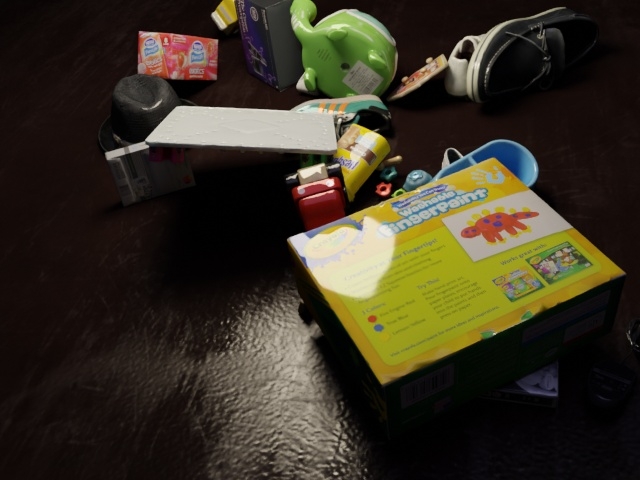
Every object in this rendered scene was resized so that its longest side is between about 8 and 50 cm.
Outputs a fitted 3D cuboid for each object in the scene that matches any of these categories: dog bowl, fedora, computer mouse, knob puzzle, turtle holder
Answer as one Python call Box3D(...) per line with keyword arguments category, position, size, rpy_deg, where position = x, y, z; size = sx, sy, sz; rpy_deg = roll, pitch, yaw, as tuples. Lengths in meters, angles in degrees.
Box3D(category="dog bowl", position=(0.352, -0.118, 1.572), size=(0.297, 0.074, 0.166), rpy_deg=(-30, 70, -22))
Box3D(category="fedora", position=(-0.480, -0.363, 1.997), size=(0.333, 0.153, 0.334), rpy_deg=(-5, 40, 4))
Box3D(category="computer mouse", position=(0.518, 0.214, 1.238), size=(0.071, 0.041, 0.242), rpy_deg=(22, 42, 33))
Box3D(category="knob puzzle", position=(0.258, -0.448, 1.986), size=(0.213, 0.030, 0.213), rpy_deg=(-35, 16, 11))
Box3D(category="turtle holder", position=(0.060, -0.525, 2.009), size=(0.320, 0.243, 0.227), rpy_deg=(14, 44, 11))

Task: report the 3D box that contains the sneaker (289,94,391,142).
Box3D(category="sneaker", position=(0.039, -0.300, 1.864), size=(0.302, 0.108, 0.121), rpy_deg=(-16, 36, -10))

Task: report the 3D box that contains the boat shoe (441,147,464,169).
Box3D(category="boat shoe", position=(0.328, -0.150, 1.669), size=(0.066, 0.063, 0.184), rpy_deg=(-9, 40, 0))

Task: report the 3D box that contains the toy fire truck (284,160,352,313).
Box3D(category="toy fire truck", position=(0.000, 0.000, 1.459), size=(0.158, 0.217, 0.246), rpy_deg=(-15, 56, 1))

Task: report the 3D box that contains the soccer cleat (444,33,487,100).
Box3D(category="soccer cleat", position=(0.442, -0.524, 2.026), size=(0.116, 0.143, 0.331), rpy_deg=(15, 46, 23))

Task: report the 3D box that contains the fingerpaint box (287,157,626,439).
Box3D(category="fingerpaint box", position=(0.220, 0.080, 1.270), size=(0.444, 0.163, 0.371), rpy_deg=(-22, 45, -14))

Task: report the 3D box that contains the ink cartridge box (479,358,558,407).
Box3D(category="ink cartridge box", position=(0.316, 0.193, 1.287), size=(0.208, 0.045, 0.206), rpy_deg=(3, 42, 16))

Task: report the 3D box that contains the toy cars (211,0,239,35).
Box3D(category="toy cars", position=(-0.241, -0.698, 2.331), size=(0.087, 0.176, 0.393), rpy_deg=(-40, 49, -25))

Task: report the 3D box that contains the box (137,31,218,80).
Box3D(category="box", position=(-0.416, -0.541, 2.134), size=(0.122, 0.128, 0.257), rpy_deg=(9, 14, 21))

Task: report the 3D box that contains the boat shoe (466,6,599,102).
Box3D(category="boat shoe", position=(0.578, -0.508, 1.956), size=(0.500, 0.187, 0.156), rpy_deg=(-31, 39, -31))

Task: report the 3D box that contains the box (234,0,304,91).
Box3D(category="box", position=(-0.151, -0.599, 2.130), size=(0.103, 0.261, 0.184), rpy_deg=(-32, 45, -25))

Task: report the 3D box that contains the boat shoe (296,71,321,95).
Box3D(category="boat shoe", position=(-0.002, -0.514, 2.140), size=(0.075, 0.083, 0.226), rpy_deg=(12, 45, 22))

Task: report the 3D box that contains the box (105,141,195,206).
Box3D(category="box", position=(-0.413, -0.174, 1.769), size=(0.186, 0.145, 0.038), rpy_deg=(-18, 41, -10))

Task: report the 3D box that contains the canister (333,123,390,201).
Box3D(category="canister", position=(0.069, -0.183, 1.703), size=(0.126, 0.073, 0.170), rpy_deg=(30, 76, 37))

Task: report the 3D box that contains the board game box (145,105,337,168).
Box3D(category="board game box", position=(-0.163, -0.237, 1.638), size=(0.389, 0.050, 0.390), rpy_deg=(3, 21, -2))

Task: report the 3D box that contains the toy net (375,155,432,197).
Box3D(category="toy net", position=(0.155, -0.154, 1.727), size=(0.122, 0.045, 0.232), rpy_deg=(-44, 47, -15))
